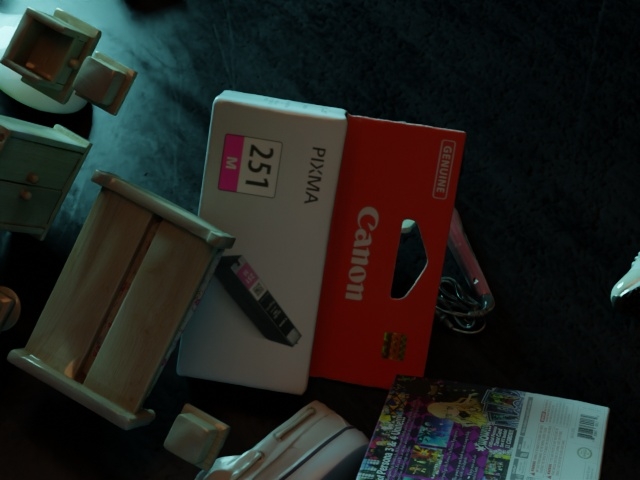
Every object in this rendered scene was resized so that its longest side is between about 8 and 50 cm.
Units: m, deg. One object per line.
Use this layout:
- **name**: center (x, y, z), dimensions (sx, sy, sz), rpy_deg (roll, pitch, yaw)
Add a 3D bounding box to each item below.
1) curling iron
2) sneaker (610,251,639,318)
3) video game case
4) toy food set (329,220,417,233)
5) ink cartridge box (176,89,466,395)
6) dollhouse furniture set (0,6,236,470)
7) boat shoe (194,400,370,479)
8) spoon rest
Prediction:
- **curling iron**: center (0.120, -0.021, 1.601), dimensions (0.068, 0.035, 0.274), rpy_deg (-8, 57, -11)
- **sneaker**: center (0.353, 0.022, 1.591), dimensions (0.161, 0.057, 0.075), rpy_deg (-29, 46, -21)
- **video game case**: center (0.146, 0.206, 1.365), dimensions (0.210, 0.042, 0.232), rpy_deg (8, 27, 10)
- **toy food set**: center (0.000, 0.000, 1.544), dimensions (0.218, 0.071, 0.128), rpy_deg (4, 17, 8)
- **ink cartridge box**: center (0.000, 0.012, 1.448), dimensions (0.239, 0.275, 0.060), rpy_deg (9, 13, 1)
- **dollhouse furniture set**: center (-0.165, -0.006, 1.443), dimensions (0.355, 0.174, 0.303), rpy_deg (29, 96, 16)
- **boat shoe**: center (-0.073, 0.234, 1.375), dimensions (0.267, 0.096, 0.088), rpy_deg (-35, 61, -27)
- **spoon rest**: center (-0.340, -0.241, 1.678), dimensions (0.137, 0.084, 0.276), rpy_deg (4, 50, -44)
